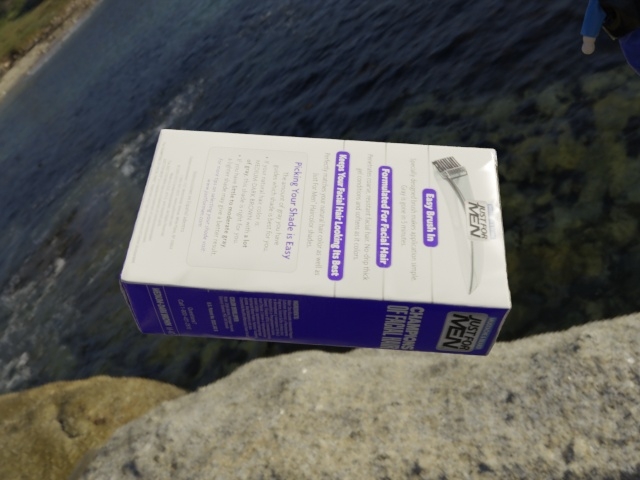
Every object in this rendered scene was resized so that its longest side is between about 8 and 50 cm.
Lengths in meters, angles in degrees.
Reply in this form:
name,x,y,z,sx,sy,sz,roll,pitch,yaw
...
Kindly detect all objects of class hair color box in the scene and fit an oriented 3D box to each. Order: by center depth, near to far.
name,x,y,z,sx,sy,sz,roll,pitch,yaw
hair color box,0.000,0.000,0.684,0.338,0.110,0.185,3,55,3

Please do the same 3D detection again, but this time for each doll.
name,x,y,z,sx,sy,sz,roll,pitch,yaw
doll,0.372,-0.268,0.844,0.129,0.189,0.046,-37,25,20
